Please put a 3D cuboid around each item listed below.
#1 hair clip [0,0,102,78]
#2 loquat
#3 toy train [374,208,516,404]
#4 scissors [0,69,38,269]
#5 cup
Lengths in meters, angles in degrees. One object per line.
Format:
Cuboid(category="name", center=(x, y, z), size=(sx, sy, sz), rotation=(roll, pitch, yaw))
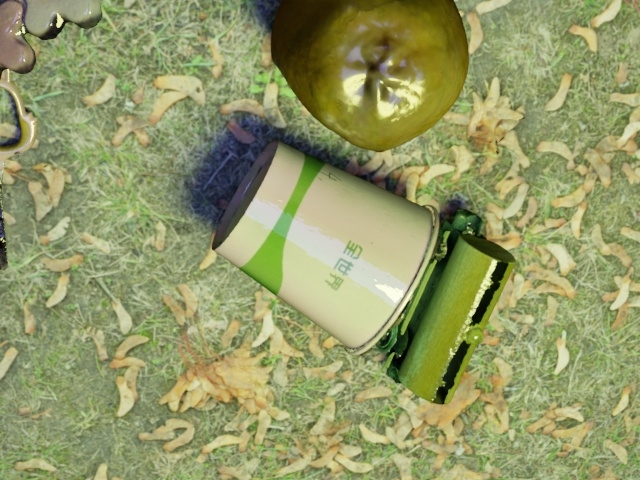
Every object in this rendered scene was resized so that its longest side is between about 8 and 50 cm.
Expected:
Cuboid(category="hair clip", center=(-0.405, -0.311, 1.626), size=(0.257, 0.075, 0.146), rotation=(-32, 94, 3))
Cuboid(category="loquat", center=(0.072, -0.267, 1.624), size=(0.276, 0.284, 0.276), rotation=(-2, 115, -5))
Cuboid(category="toy train", center=(0.182, 0.106, 1.840), size=(0.126, 0.189, 0.307), rotation=(17, 108, -19))
Cuboid(category="scissors", center=(-0.479, -0.102, 1.722), size=(0.160, 0.024, 0.317), rotation=(-6, 113, -9))
Cuboid(category="cup", center=(0.000, 0.000, 1.746), size=(0.274, 0.253, 0.253), rotation=(29, 104, -13))
